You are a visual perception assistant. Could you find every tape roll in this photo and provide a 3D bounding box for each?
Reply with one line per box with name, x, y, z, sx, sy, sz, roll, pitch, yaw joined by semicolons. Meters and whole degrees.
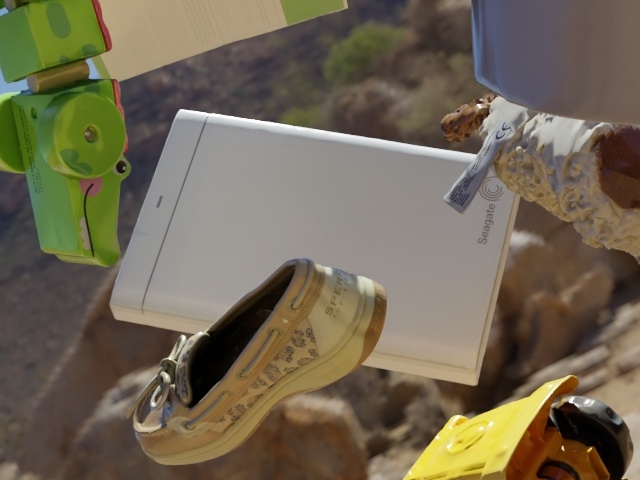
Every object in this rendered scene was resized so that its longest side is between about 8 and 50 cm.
tape roll;0.185;-0.120;0.819;0.219;0.072;0.219;-4;20;1

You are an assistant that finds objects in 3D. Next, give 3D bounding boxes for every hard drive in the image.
hard drive;0.000;0.000;1.577;0.353;0.233;0.047;10;-30;12

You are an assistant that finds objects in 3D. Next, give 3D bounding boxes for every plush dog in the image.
plush dog;0.228;-0.055;1.151;0.210;0.225;0.262;-27;37;49

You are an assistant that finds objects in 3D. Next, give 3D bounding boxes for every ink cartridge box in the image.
ink cartridge box;-0.106;-0.233;1.424;0.235;0.056;0.171;-19;-31;0

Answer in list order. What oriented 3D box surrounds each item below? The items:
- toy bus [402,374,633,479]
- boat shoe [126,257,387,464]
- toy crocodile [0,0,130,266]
toy bus;0.151;0.240;1.282;0.211;0.220;0.149;-21;17;41
boat shoe;-0.069;0.091;1.300;0.285;0.089;0.104;-36;37;37
toy crocodile;-0.204;-0.146;1.246;0.105;0.340;0.115;-19;12;-39
